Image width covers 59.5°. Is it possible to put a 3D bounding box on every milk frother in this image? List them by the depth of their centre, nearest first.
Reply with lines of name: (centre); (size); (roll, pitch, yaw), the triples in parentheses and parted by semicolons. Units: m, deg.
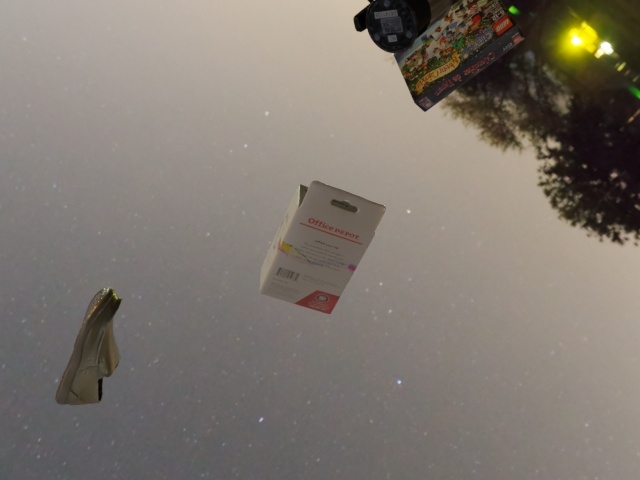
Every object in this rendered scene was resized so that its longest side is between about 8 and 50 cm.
milk frother: (0.117, -0.378, 0.835); (0.129, 0.143, 0.135); (23, -132, 22)

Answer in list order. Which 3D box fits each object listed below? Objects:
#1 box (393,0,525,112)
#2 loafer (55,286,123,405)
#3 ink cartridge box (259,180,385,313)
box: (0.269, -0.389, 1.123); (0.044, 0.233, 0.159); (27, -142, -43)
loafer: (-0.434, 0.211, 1.097); (0.092, 0.269, 0.102); (21, -160, -19)
ink cartridge box: (0.000, 0.000, 0.795); (0.115, 0.198, 0.067); (19, -149, -14)
